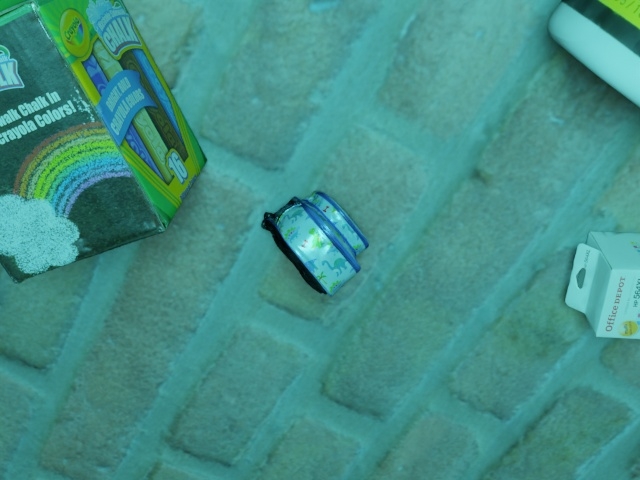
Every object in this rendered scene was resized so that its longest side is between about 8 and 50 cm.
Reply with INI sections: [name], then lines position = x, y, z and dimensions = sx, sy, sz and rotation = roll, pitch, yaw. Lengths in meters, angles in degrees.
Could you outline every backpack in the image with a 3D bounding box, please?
[backpack]
position = 0.000, 0.000, 0.772
dimensions = 0.084, 0.114, 0.105
rotation = -40, 108, 0

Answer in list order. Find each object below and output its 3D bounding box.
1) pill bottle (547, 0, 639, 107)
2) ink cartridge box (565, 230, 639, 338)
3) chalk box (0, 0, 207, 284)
[pill bottle]
position = 0.363, -0.257, 0.571
dimensions = 0.188, 0.188, 0.334
rotation = 31, 115, -12
[ink cartridge box]
position = 0.357, 0.051, 0.788
dimensions = 0.143, 0.090, 0.092
rotation = 2, 118, 2
[chalk box]
position = -0.268, -0.140, 0.684
dimensions = 0.180, 0.179, 0.289
rotation = -18, 114, 14
